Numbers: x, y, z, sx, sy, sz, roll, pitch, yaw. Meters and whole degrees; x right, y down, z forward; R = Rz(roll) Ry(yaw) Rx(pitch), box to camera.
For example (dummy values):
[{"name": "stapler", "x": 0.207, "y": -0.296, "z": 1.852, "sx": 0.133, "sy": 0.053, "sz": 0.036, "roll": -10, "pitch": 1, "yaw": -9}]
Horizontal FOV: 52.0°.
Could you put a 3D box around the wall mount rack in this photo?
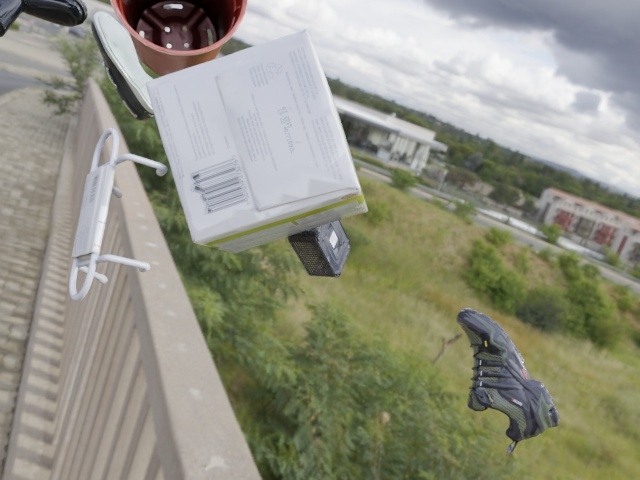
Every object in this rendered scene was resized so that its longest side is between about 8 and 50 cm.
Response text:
[{"name": "wall mount rack", "x": -0.430, "y": -0.037, "z": 1.344, "sx": 0.130, "sy": 0.350, "sz": 0.304, "roll": 16, "pitch": -16, "yaw": -35}]

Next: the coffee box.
[{"name": "coffee box", "x": -0.113, "y": -0.187, "z": 1.399, "sx": 0.338, "sy": 0.338, "sz": 0.334, "roll": -18, "pitch": -6, "yaw": 6}]

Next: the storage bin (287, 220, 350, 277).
[{"name": "storage bin", "x": 0.000, "y": 0.000, "z": 1.684, "sx": 0.084, "sy": 0.122, "sz": 0.180, "roll": 3, "pitch": -38, "yaw": 27}]

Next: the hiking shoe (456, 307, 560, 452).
[{"name": "hiking shoe", "x": 0.267, "y": 0.212, "z": 1.031, "sx": 0.227, "sy": 0.114, "sz": 0.086, "roll": 57, "pitch": 2, "yaw": 26}]

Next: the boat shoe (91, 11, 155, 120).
[{"name": "boat shoe", "x": -0.543, "y": -0.467, "z": 1.789, "sx": 0.091, "sy": 0.302, "sz": 0.114, "roll": -20, "pitch": 13, "yaw": 33}]

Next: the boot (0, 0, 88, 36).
[{"name": "boot", "x": -0.692, "y": -0.524, "z": 1.514, "sx": 0.246, "sy": 0.094, "sz": 0.207, "roll": 23, "pitch": 46, "yaw": -14}]

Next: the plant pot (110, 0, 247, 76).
[{"name": "plant pot", "x": -0.310, "y": -0.487, "z": 1.422, "sx": 0.272, "sy": 0.272, "sz": 0.265, "roll": 17, "pitch": -9, "yaw": -12}]
